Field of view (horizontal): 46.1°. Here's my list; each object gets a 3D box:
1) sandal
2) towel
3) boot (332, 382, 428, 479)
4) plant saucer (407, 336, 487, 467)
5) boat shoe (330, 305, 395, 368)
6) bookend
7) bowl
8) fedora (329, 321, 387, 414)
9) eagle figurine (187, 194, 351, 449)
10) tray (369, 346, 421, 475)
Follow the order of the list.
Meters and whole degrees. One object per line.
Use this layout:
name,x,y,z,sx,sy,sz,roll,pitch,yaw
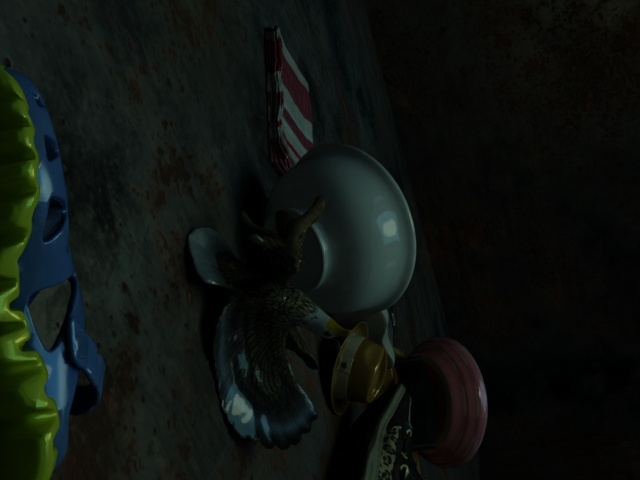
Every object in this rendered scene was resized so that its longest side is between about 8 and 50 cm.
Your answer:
sandal,-0.233,0.030,0.563,0.138,0.126,0.317,-9,97,-79
towel,-0.053,-0.250,1.558,0.237,0.037,0.328,51,31,-62
boot,0.182,0.474,1.474,0.284,0.138,0.377,42,25,-3
plant saucer,0.291,0.416,1.936,0.084,0.332,0.332,4,70,-28
boat shoe,0.099,0.154,1.675,0.340,0.127,0.158,74,15,-55
bookend,0.220,0.384,1.768,0.157,0.072,0.156,-80,154,-52
bowl,0.000,0.000,1.222,0.134,0.298,0.297,-22,102,-43
fedora,0.085,0.264,1.516,0.194,0.079,0.194,13,90,-68
eagle figurine,-0.065,0.115,1.061,0.226,0.225,0.298,-15,132,-37
tray,0.181,0.474,1.842,0.203,0.076,0.410,40,42,-68
